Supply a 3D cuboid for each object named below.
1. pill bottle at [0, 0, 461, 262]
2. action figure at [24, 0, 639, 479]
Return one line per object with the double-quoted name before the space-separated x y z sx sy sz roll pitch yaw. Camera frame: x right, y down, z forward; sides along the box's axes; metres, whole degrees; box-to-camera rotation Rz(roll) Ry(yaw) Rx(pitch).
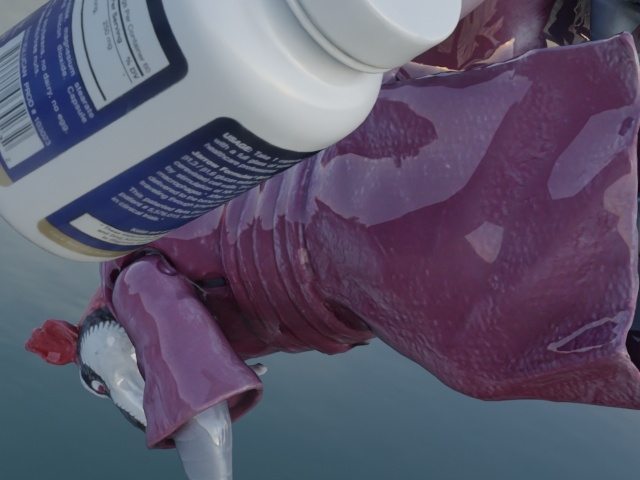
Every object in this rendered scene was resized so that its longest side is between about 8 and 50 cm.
"pill bottle" -0.038 -0.063 0.506 0.094 0.169 0.094 28 49 -39
"action figure" 0.000 0.000 0.681 0.370 0.276 0.248 -14 23 26
